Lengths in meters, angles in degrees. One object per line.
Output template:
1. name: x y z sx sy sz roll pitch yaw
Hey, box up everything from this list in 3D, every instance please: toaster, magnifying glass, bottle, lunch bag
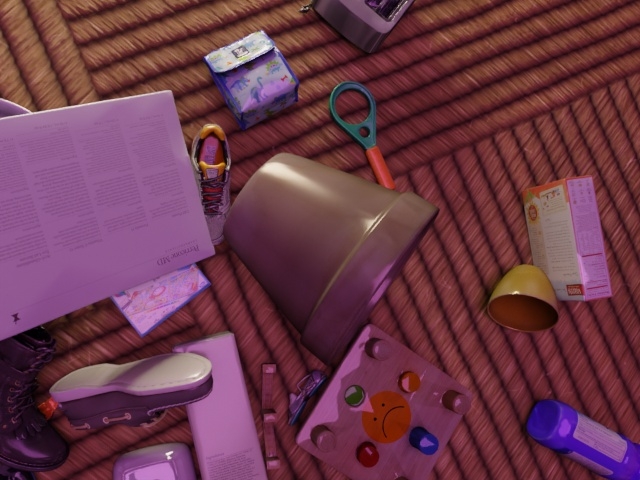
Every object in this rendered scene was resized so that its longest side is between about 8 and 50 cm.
1. toaster: 0.085 -0.474 1.216 0.168 0.110 0.186 38 79 -6
2. magnifying glass: 0.089 -0.203 1.241 0.092 0.026 0.231 -24 89 -13
3. bottle: 0.550 0.411 1.239 0.282 0.118 0.092 29 80 -7
4. lunch bag: -0.128 -0.306 1.171 0.128 0.096 0.151 -28 78 -10

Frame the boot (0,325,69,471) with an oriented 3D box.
1. boot: -0.469 0.227 0.982 0.263 0.091 0.229 39 117 -8

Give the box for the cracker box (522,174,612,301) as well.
1. cracker box: 0.479 0.001 1.237 0.067 0.155 0.232 -7 88 -13

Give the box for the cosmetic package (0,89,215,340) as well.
1. cosmetic package: -0.363 -0.053 0.953 0.377 0.097 0.285 -24 104 -43

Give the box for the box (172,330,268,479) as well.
1. box: -0.177 0.305 1.108 0.113 0.094 0.275 -12 88 -13

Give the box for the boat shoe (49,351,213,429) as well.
1. boat shoe: -0.300 0.253 1.033 0.305 0.109 0.091 -11 107 21

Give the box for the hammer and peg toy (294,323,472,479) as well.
1. hammer and peg toy: 0.095 0.369 1.144 0.266 0.127 0.361 34 80 -9

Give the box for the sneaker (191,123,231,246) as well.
1. sneaker: -0.203 -0.101 1.135 0.088 0.092 0.225 -2 87 -12

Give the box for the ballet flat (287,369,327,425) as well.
1. ballet flat: -0.034 0.288 1.172 0.041 0.041 0.114 39 79 -6

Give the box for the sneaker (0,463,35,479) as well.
1. sneaker: -0.543 0.367 1.034 0.067 0.078 0.188 -39 95 -12

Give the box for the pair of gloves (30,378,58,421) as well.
1. pair of gloves: -0.498 0.281 1.085 0.083 0.010 0.074 45 81 -3

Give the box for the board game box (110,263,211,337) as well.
1. board game box: -0.289 0.086 1.136 0.154 0.026 0.103 -38 94 -12

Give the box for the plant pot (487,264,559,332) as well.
1. plant pot: 0.402 0.105 1.238 0.134 0.134 0.095 27 55 -9

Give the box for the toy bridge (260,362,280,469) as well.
1. toy bridge: -0.093 0.316 1.139 0.026 0.063 0.188 -2 85 -12

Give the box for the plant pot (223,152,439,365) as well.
1. plant pot: 0.000 0.000 1.083 0.280 0.323 0.323 37 79 9

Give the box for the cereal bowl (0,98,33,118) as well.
1. cereal bowl: -0.559 -0.058 1.032 0.338 0.141 0.339 1 85 -11

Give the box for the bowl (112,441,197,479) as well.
1. bowl: -0.286 0.428 1.085 0.142 0.053 0.142 -11 78 -8
